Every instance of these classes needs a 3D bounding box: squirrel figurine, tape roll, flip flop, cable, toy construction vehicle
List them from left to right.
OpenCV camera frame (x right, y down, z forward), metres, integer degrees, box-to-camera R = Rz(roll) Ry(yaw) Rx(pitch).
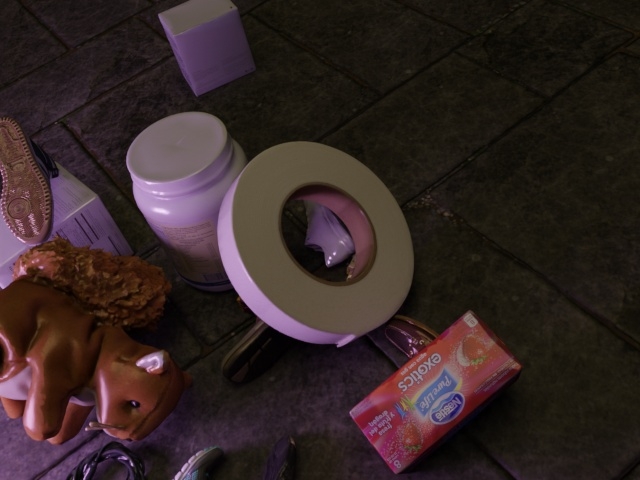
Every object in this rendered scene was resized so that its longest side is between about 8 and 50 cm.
[{"bbox_3d":[-0.415,0.181,1.228,0.370,0.281,0.397,9,61,12],"label":"squirrel figurine"},{"bbox_3d":[-0.384,0.443,1.158,0.150,0.047,0.185,-7,52,15],"label":"cable"},{"bbox_3d":[-0.084,0.162,1.283,0.277,0.112,0.080,-40,41,-13],"label":"flip flop"},{"bbox_3d":[0.000,0.000,1.242,0.391,0.072,0.392,14,60,-26],"label":"tape roll"},{"bbox_3d":[0.093,0.068,1.359,0.085,0.035,0.098,18,59,14],"label":"toy construction vehicle"}]

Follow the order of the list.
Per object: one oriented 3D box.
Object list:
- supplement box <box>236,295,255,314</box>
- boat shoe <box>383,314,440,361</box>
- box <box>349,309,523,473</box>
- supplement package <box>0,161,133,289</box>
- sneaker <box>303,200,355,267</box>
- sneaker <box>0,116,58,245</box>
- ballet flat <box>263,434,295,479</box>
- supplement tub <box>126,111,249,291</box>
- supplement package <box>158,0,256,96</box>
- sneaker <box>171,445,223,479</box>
[{"bbox_3d":[-0.119,0.122,1.356,0.083,0.043,0.055,13,53,23],"label":"supplement box"},{"bbox_3d":[0.195,0.204,1.187,0.207,0.073,0.073,25,57,31],"label":"boat shoe"},{"bbox_3d":[0.188,0.246,1.067,0.257,0.128,0.123,-40,67,-2],"label":"box"},{"bbox_3d":[-0.605,0.005,1.473,0.262,0.198,0.199,-42,52,-21],"label":"supplement package"},{"bbox_3d":[-0.004,-0.027,1.440,0.094,0.080,0.212,-41,47,6],"label":"sneaker"},{"bbox_3d":[-0.592,-0.103,1.370,0.099,0.153,0.282,-21,73,-7],"label":"sneaker"},{"bbox_3d":[-0.065,0.409,1.109,0.057,0.049,0.173,-30,36,33],"label":"ballet flat"},{"bbox_3d":[-0.239,-0.075,1.365,0.235,0.325,0.235,-7,49,8],"label":"supplement tub"},{"bbox_3d":[-0.317,-0.558,1.875,0.194,0.203,0.149,-27,50,-10],"label":"supplement package"},{"bbox_3d":[-0.217,0.425,1.125,0.076,0.065,0.166,38,70,18],"label":"sneaker"}]
